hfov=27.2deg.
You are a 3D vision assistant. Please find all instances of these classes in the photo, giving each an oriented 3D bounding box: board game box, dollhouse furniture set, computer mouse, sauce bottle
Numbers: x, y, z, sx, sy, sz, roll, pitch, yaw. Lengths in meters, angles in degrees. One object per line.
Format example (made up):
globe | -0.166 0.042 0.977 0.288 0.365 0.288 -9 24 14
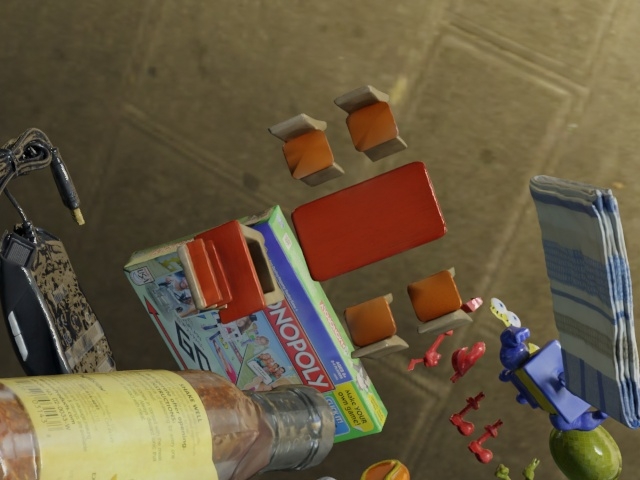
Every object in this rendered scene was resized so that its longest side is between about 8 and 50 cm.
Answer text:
board game box | -0.079 0.126 1.643 0.213 0.046 0.317 -17 113 25
dollhouse furniture set | 0.000 0.000 1.361 0.259 0.135 0.262 -22 81 15
computer mouse | -0.252 0.028 1.199 0.060 0.184 0.262 -18 108 15
sauce bottle | -0.045 0.055 0.352 0.042 0.128 0.042 -2 87 42

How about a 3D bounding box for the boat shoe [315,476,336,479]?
boat shoe | -0.045 0.348 1.569 0.083 0.076 0.226 48 139 13

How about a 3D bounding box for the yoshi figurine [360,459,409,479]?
yoshi figurine | 0.106 0.471 1.756 0.203 0.203 0.362 -8 109 58

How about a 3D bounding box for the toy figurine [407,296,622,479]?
toy figurine | 0.321 0.243 1.896 0.362 0.191 0.217 52 163 -3

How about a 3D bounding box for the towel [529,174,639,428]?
towel | 0.309 0.066 1.549 0.034 0.209 0.285 -13 102 -11
